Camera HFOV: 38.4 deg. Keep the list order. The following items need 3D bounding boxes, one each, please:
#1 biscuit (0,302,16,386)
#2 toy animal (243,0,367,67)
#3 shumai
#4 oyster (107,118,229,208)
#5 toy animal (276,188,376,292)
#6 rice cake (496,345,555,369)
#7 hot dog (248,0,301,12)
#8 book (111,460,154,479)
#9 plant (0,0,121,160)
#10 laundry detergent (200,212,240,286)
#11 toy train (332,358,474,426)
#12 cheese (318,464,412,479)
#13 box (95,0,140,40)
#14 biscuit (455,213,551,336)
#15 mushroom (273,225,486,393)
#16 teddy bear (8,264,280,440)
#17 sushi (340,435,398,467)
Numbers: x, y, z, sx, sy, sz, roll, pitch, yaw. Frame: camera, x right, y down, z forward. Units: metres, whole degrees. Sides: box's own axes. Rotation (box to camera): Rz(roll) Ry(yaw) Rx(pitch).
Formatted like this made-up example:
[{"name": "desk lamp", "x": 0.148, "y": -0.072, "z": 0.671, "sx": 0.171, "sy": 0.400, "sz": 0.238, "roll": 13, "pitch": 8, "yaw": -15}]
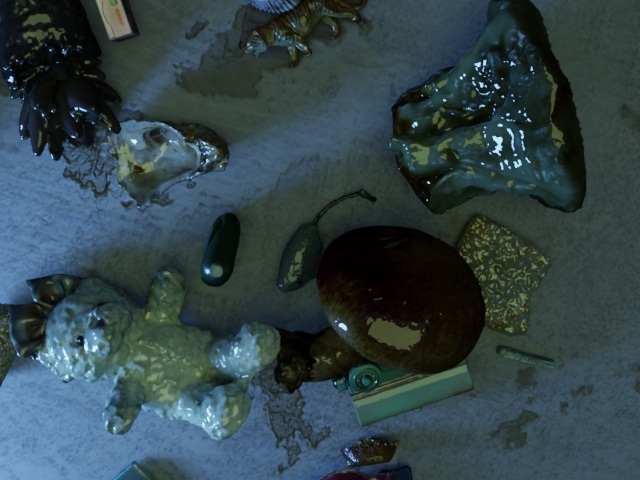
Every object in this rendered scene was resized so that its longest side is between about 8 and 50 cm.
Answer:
[{"name": "biscuit", "x": -0.617, "y": 0.200, "z": 1.755, "sx": 0.070, "sy": 0.082, "sz": 0.169, "roll": 15, "pitch": 101, "yaw": -32}, {"name": "toy animal", "x": -0.026, "y": -0.392, "z": 1.680, "sx": 0.241, "sy": 0.057, "sz": 0.099, "roll": -34, "pitch": 101, "yaw": 4}, {"name": "shumai", "x": 0.281, "y": -0.208, "z": 1.625, "sx": 0.323, "sy": 0.324, "sz": 0.398, "roll": -17, "pitch": 97, "yaw": 14}, {"name": "oyster", "x": -0.274, "y": -0.158, "z": 1.702, "sx": 0.232, "sy": 0.107, "sz": 0.162, "roll": -6, "pitch": 107, "yaw": 17}, {"name": "toy animal", "x": -0.005, "y": -0.008, "z": 1.760, "sx": 0.079, "sy": 0.070, "sz": 0.253, "roll": 39, "pitch": 86, "yaw": -39}, {"name": "rice cake", "x": 0.412, "y": 0.235, "z": 1.848, "sx": 0.121, "sy": 0.022, "sz": 0.022, "roll": 14, "pitch": 102, "yaw": -6}, {"name": "hot dog", "x": -0.040, "y": -0.518, "z": 1.641, "sx": 0.131, "sy": 0.069, "sz": 0.253, "roll": 37, "pitch": 95, "yaw": 15}, {"name": "book", "x": -0.428, "y": 0.658, "z": 1.879, "sx": 0.379, "sy": 0.031, "sz": 0.264, "roll": -42, "pitch": 101, "yaw": 5}, {"name": "plant", "x": -0.477, "y": -0.305, "z": 1.612, "sx": 0.194, "sy": 0.181, "sz": 0.321, "roll": -16, "pitch": 97, "yaw": 0}, {"name": "laundry detergent", "x": -0.183, "y": 0.022, "z": 1.675, "sx": 0.063, "sy": 0.211, "sz": 0.137, "roll": 18, "pitch": 99, "yaw": -6}, {"name": "toy train", "x": 0.170, "y": 0.264, "z": 1.802, "sx": 0.285, "sy": 0.116, "sz": 0.177, "roll": -19, "pitch": 114, "yaw": 0}, {"name": "cheese", "x": 0.072, "y": 0.515, "z": 1.862, "sx": 0.244, "sy": 0.062, "sz": 0.155, "roll": -14, "pitch": 117, "yaw": -12}, {"name": "box", "x": -0.359, "y": -0.399, "z": 1.624, "sx": 0.043, "sy": 0.125, "sz": 0.089, "roll": -18, "pitch": 103, "yaw": -1}, {"name": "biscuit", "x": 0.358, "y": 0.067, "z": 1.803, "sx": 0.188, "sy": 0.040, "sz": 0.266, "roll": -19, "pitch": 103, "yaw": 1}, {"name": "mushroom", "x": 0.113, "y": 0.148, "z": 1.645, "sx": 0.334, "sy": 0.331, "sz": 0.356, "roll": 18, "pitch": 93, "yaw": -19}, {"name": "teddy bear", "x": -0.333, "y": 0.179, "z": 1.650, "sx": 0.362, "sy": 0.375, "sz": 0.327, "roll": 38, "pitch": 63, "yaw": -27}, {"name": "sushi", "x": 0.100, "y": 0.422, "z": 1.850, "sx": 0.117, "sy": 0.061, "sz": 0.060, "roll": -5, "pitch": 69, "yaw": -4}]
